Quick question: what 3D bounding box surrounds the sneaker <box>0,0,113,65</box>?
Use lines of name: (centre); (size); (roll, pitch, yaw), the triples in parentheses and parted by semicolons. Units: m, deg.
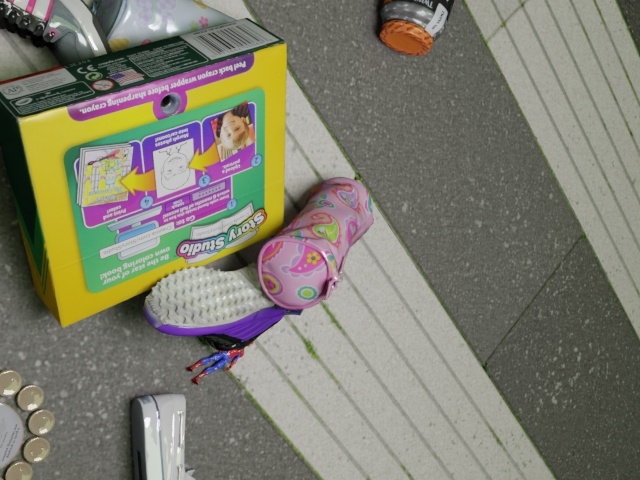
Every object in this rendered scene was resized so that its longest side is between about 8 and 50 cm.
sneaker: (-0.400, -0.280, 0.982); (0.178, 0.123, 0.296); (-45, 109, -29)

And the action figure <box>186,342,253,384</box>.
action figure: (-0.153, 0.185, 1.255); (0.115, 0.030, 0.038); (-31, 105, -31)

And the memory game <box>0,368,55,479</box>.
memory game: (-0.448, 0.260, 1.065); (0.186, 0.012, 0.186); (-3, 95, -35)

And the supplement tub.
supplement tub: (0.174, -0.424, 1.376); (0.117, 0.117, 0.191); (25, 79, -34)

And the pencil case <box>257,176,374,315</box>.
pencil case: (0.000, 0.000, 1.209); (0.284, 0.124, 0.124); (-56, 130, -63)

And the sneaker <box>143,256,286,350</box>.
sneaker: (-0.144, 0.114, 1.180); (0.293, 0.102, 0.146); (-10, 140, -49)

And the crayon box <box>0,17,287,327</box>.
crayon box: (-0.218, -0.094, 1.063); (0.362, 0.106, 0.313); (-24, 137, -31)

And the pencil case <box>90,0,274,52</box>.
pencil case: (-0.186, -0.278, 1.141); (0.273, 0.113, 0.124); (13, 91, -35)

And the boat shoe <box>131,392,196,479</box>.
boat shoe: (-0.225, 0.354, 1.178); (0.084, 0.095, 0.258); (-4, 97, -30)
